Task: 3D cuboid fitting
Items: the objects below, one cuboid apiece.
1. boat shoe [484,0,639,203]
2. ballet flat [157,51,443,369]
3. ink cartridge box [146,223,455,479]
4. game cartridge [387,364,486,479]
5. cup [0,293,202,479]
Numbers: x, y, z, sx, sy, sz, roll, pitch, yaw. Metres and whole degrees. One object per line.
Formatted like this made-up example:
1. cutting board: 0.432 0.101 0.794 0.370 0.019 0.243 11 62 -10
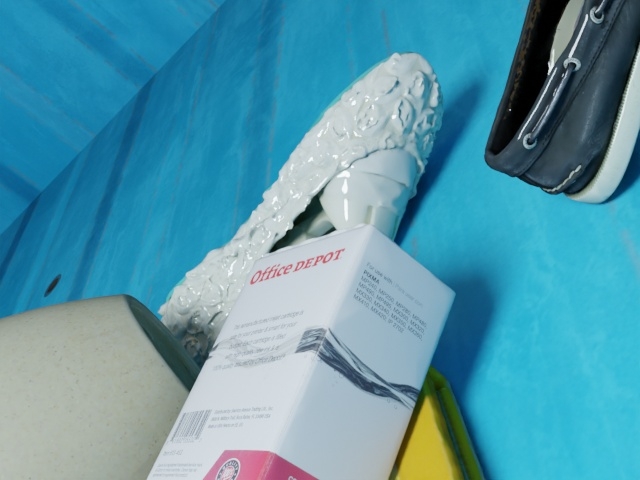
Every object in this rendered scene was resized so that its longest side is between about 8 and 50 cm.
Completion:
1. boat shoe: 0.193 -0.202 0.736 0.127 0.113 0.340 -117 37 -71
2. ballet flat: 0.000 0.000 0.998 0.409 0.147 0.147 -47 23 17
3. ink cartridge box: -0.019 0.121 0.732 0.172 0.100 0.237 -18 41 54
4. game cartridge: -0.009 0.269 0.681 0.323 0.052 0.285 -43 24 16
5. cup: -0.215 0.187 0.886 0.237 0.331 0.331 -38 23 -3
